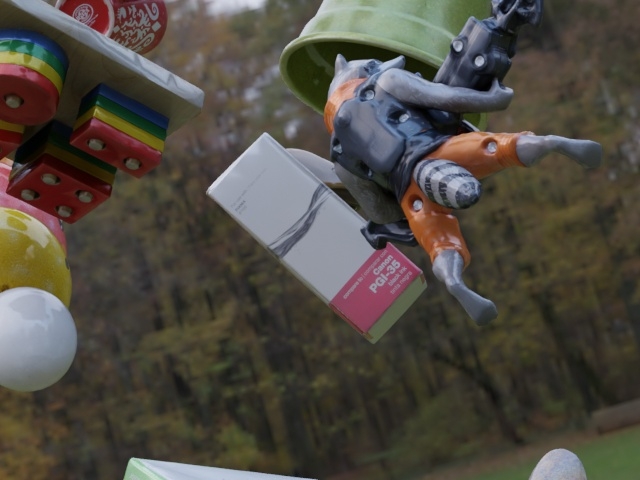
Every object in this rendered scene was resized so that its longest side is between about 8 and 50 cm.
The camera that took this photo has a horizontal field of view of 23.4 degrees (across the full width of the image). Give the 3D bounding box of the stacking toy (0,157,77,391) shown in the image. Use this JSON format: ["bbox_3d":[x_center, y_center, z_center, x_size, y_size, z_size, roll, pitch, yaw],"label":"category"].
[{"bbox_3d":[-0.416,0.056,1.888,0.350,0.351,0.480,-12,30,-26],"label":"stacking toy"}]

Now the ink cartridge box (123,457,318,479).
[{"bbox_3d":[-0.092,0.371,1.259,0.207,0.353,0.119,14,2,-36],"label":"ink cartridge box"}]

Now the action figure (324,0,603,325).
[{"bbox_3d":[0.123,-0.121,1.549,0.178,0.341,0.330,12,17,-41],"label":"action figure"}]

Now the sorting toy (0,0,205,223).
[{"bbox_3d":[-0.304,-0.130,1.672,0.255,0.089,0.257,28,-36,-29],"label":"sorting toy"}]

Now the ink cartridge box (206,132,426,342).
[{"bbox_3d":[0.000,0.000,2.069,0.117,0.283,0.207,-47,-9,-1],"label":"ink cartridge box"}]

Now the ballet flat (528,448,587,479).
[{"bbox_3d":[0.328,0.464,2.317,0.107,0.316,0.106,9,-10,25],"label":"ballet flat"}]

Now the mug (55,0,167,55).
[{"bbox_3d":[-0.293,-0.329,2.160,0.113,0.150,0.169,21,14,13],"label":"mug"}]

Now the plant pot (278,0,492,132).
[{"bbox_3d":[0.115,-0.294,1.980,0.276,0.254,0.276,16,-19,6],"label":"plant pot"}]

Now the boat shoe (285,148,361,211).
[{"bbox_3d":[0.002,-0.082,2.315,0.207,0.073,0.073,14,-52,-41],"label":"boat shoe"}]
